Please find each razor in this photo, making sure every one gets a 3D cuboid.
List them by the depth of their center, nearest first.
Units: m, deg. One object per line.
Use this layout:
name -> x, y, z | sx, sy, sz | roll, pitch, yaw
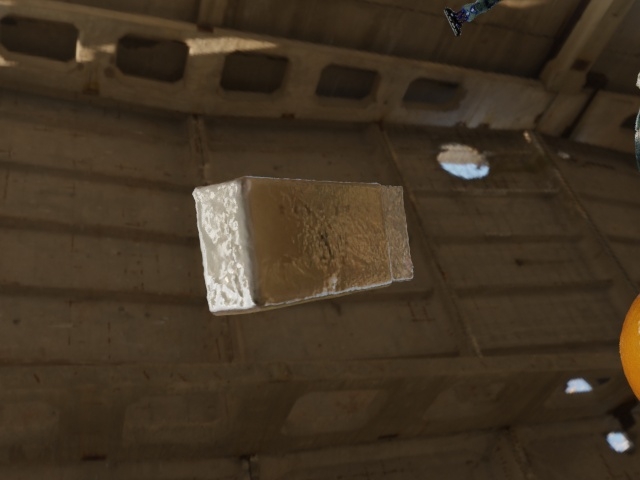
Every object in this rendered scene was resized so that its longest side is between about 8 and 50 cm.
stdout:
razor -> 0.257, -0.349, 0.964 | 0.154, 0.028, 0.044 | -26, -85, -3

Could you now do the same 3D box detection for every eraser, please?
eraser -> 0.000, 0.000, 0.819 | 0.343, 0.078, 0.144 | -6, -93, -54

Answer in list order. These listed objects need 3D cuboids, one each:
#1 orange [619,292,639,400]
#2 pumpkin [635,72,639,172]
orange -> 0.395, 0.089, 0.619 | 0.224, 0.224, 0.170 | 6, -120, -18
pumpkin -> 0.515, -0.179, 0.762 | 0.263, 0.293, 0.197 | -9, -165, -35
